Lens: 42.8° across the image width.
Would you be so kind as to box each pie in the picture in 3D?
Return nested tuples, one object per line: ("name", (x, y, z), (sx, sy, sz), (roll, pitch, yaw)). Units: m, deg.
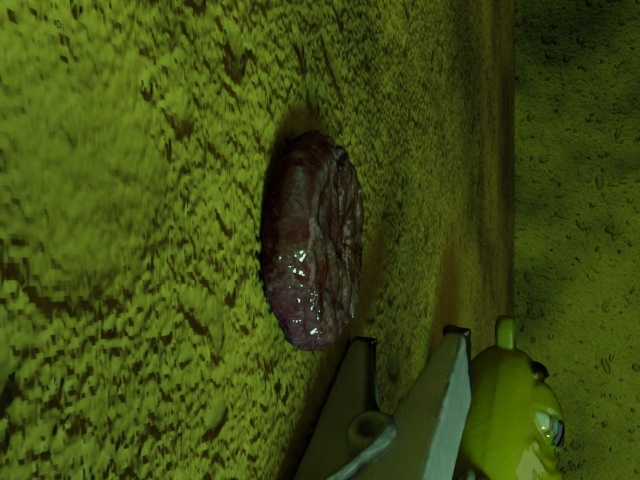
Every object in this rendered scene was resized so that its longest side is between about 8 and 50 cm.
("pie", (0.000, 0.000, 0.540), (0.154, 0.036, 0.154), (0, 90, -74))

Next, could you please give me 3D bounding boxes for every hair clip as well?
("hair clip", (0.028, 0.172, 0.538), (0.331, 0.101, 0.085), (-55, 145, -58))

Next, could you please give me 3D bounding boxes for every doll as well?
("doll", (0.182, 0.335, 0.934), (0.348, 0.161, 0.423), (-41, 134, -61))
